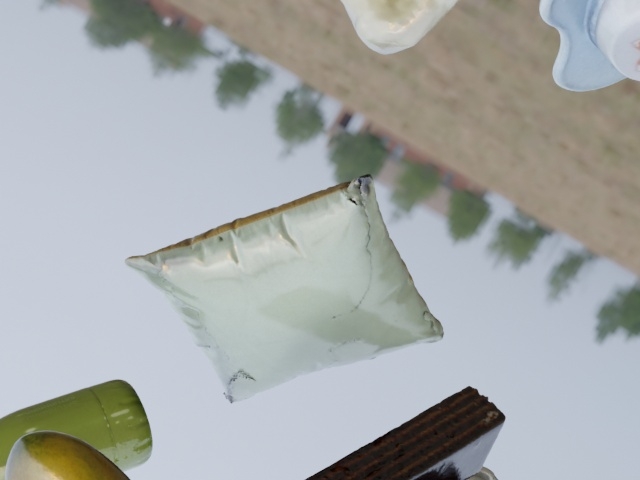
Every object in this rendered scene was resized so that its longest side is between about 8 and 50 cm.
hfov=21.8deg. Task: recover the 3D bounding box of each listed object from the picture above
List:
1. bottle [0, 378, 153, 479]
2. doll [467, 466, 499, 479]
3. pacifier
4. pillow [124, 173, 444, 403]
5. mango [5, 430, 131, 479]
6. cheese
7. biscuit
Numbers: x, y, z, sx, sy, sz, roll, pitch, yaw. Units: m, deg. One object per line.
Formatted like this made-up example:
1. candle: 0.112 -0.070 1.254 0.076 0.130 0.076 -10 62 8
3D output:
1. bottle: -0.333 0.249 1.955 0.260 0.112 0.112 -17 -154 -21
2. doll: 0.185 0.375 2.173 0.119 0.138 0.293 22 -168 -2
3. pacifier: 0.293 -0.286 1.630 0.233 0.244 0.299 50 175 25
4. pillow: -0.032 0.066 2.005 0.312 0.310 0.119 59 -159 -46
5. mango: -0.178 0.215 1.244 0.111 0.163 0.089 3 -148 4
6. cheese: 0.071 -0.326 1.810 0.251 0.173 0.248 49 -171 8
7. biscuit: 0.075 0.292 1.989 0.073 0.107 0.388 40 -141 25
